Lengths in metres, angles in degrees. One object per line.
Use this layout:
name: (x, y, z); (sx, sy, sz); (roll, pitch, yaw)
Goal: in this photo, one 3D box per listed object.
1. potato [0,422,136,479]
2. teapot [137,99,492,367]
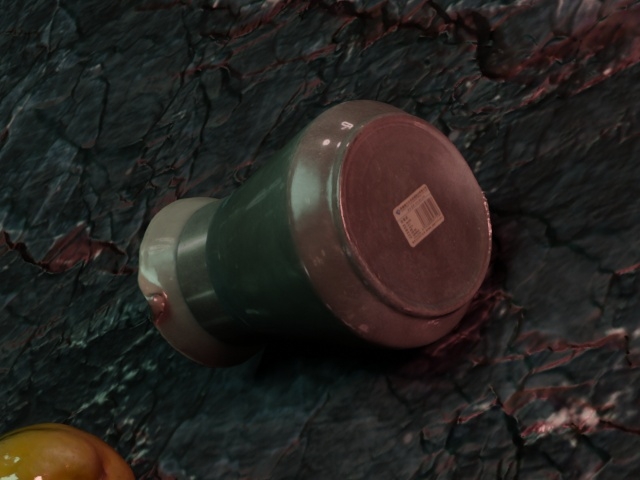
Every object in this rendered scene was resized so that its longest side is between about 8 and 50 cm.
potato: (-0.228, 0.208, 1.292); (0.200, 0.137, 0.154); (-25, 37, 31)
teapot: (0.000, 0.000, 1.266); (0.225, 0.171, 0.203); (-18, 10, 46)
